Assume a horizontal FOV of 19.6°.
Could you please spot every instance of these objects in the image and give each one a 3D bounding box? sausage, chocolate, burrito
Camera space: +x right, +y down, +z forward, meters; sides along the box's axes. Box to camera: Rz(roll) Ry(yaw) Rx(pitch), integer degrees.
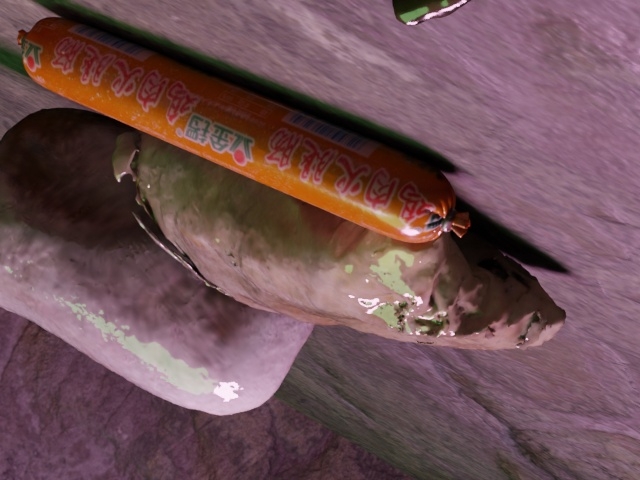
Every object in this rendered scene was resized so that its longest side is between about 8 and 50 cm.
[{"bbox_3d":[-0.058,-0.074,1.181,0.348,0.053,0.053,24,170,23],"label":"sausage"},{"bbox_3d":[-0.146,0.008,1.449,0.303,0.185,0.100,25,172,13],"label":"chocolate"},{"bbox_3d":[0.006,0.008,1.308,0.348,0.107,0.175,15,153,46],"label":"burrito"}]

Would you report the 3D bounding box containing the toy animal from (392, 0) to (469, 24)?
[{"bbox_3d":[-0.032,-0.159,0.604,0.214,0.093,0.186,19,174,8],"label":"toy animal"}]
